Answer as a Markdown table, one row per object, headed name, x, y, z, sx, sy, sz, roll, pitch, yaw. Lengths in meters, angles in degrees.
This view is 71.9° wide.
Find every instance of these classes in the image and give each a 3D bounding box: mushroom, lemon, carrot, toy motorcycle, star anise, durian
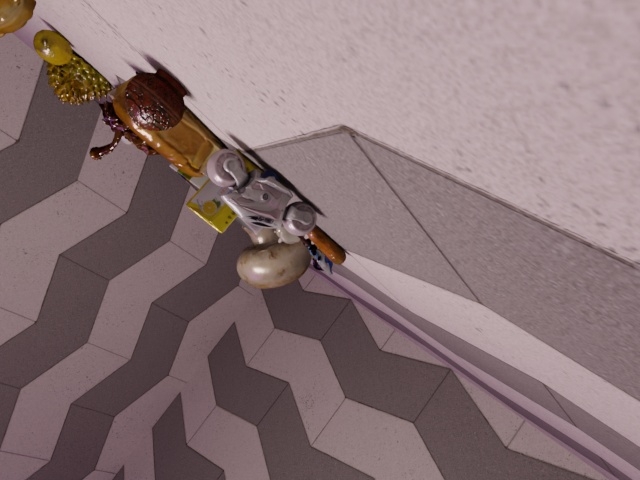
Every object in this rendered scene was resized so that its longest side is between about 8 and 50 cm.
| name | x | y | z | sx | sy | sz | roll | pitch | yaw |
| --- | --- | --- | --- | --- | --- | --- | --- | --- | --- |
| mushroom | -0.185 | 0.031 | 1.693 | 0.297 | 0.298 | 0.290 | -163 | 57 | -73 |
| lemon | -0.724 | -0.522 | 1.199 | 0.082 | 0.082 | 0.111 | 37 | 180 | 7 |
| carrot | 0.000 | 0.000 | 1.158 | 0.191 | 0.047 | 0.047 | 42 | 173 | -31 |
| toy motorcycle | -0.119 | -0.080 | 0.880 | 0.254 | 0.112 | 0.112 | 35 | 176 | -25 |
| star anise | -0.581 | -0.318 | 1.335 | 0.347 | 0.148 | 0.237 | -11 | 157 | 25 |
| durian | -0.765 | -0.511 | 1.425 | 0.187 | 0.153 | 0.260 | 12 | 180 | 3 |

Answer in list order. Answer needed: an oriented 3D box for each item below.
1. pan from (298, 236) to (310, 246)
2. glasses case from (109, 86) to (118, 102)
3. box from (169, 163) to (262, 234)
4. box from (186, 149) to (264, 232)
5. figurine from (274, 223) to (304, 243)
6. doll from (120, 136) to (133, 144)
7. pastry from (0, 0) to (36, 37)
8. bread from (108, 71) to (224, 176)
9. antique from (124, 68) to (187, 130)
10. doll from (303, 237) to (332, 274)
| name | x | y | z | sx | sy | sz | roll | pitch | yaw |
| --- | --- | --- | --- | --- | --- | --- | --- | --- | --- |
| pan | -0.091 | -0.061 | 1.222 | 0.212 | 0.040 | 0.115 | 42 | 176 | 27 |
| glasses case | -0.614 | -0.435 | 1.366 | 0.073 | 0.049 | 0.194 | 41 | 173 | -33 |
| box | -0.311 | -0.162 | 1.423 | 0.299 | 0.106 | 0.200 | 34 | 172 | 15 |
| box | -0.218 | -0.107 | 1.048 | 0.097 | 0.168 | 0.265 | 42 | 175 | -10 |
| figurine | -0.099 | -0.019 | 1.400 | 0.098 | 0.081 | 0.146 | 38 | 174 | -10 |
| doll | -0.628 | -0.390 | 1.517 | 0.278 | 0.119 | 0.154 | 24 | 152 | 40 |
| pastry | -0.665 | -0.485 | 0.779 | 0.255 | 0.162 | 0.311 | 37 | 176 | -14 |
| bread | -0.322 | -0.236 | 0.945 | 0.136 | 0.107 | 0.241 | 36 | 174 | 38 |
| antique | -0.282 | -0.234 | 0.751 | 0.104 | 0.104 | 0.104 | 37 | 174 | 5 |
| doll | 0.000 | 0.067 | 1.555 | 0.096 | 0.070 | 0.195 | 53 | 179 | 43 |
